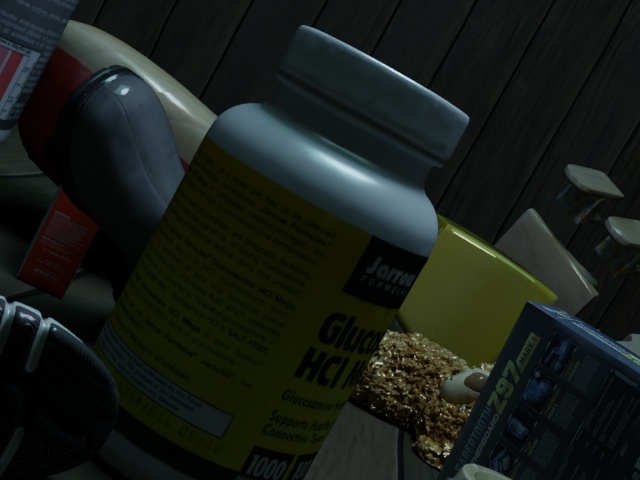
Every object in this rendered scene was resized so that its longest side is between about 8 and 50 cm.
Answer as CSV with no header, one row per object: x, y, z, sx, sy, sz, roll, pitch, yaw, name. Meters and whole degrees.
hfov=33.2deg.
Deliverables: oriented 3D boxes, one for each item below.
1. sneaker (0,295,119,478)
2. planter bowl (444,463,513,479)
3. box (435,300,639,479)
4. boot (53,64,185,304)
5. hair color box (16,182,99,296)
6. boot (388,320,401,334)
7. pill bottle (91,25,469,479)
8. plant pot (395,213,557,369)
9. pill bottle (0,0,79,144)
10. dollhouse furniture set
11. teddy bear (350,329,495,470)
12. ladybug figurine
-0.265,0.047,0.657,0.281,0.106,0.162,24,5,-29,sneaker
0.122,0.237,0.797,0.162,0.109,0.162,29,8,-4,planter bowl
0.200,0.194,0.903,0.059,0.233,0.183,16,13,-42,box
-0.099,0.009,0.957,0.222,0.118,0.338,30,-27,28,boot
-0.240,-0.036,1.071,0.053,0.167,0.093,26,8,-14,hair color box
0.051,0.121,1.609,0.106,0.082,0.219,54,-14,-21,boot
-0.032,0.022,0.795,0.188,0.334,0.188,28,7,-4,pill bottle
0.201,0.078,1.640,0.187,0.212,0.212,44,5,-8,plant pot
-0.365,-0.213,1.039,0.210,0.363,0.210,29,6,-4,pill bottle
0.427,0.118,1.922,0.256,0.362,0.394,6,42,-44,dollhouse furniture set
0.134,0.170,1.320,0.245,0.113,0.338,26,7,-10,teddy bear
-0.196,-0.077,1.269,0.449,0.162,0.305,44,-14,-34,ladybug figurine
